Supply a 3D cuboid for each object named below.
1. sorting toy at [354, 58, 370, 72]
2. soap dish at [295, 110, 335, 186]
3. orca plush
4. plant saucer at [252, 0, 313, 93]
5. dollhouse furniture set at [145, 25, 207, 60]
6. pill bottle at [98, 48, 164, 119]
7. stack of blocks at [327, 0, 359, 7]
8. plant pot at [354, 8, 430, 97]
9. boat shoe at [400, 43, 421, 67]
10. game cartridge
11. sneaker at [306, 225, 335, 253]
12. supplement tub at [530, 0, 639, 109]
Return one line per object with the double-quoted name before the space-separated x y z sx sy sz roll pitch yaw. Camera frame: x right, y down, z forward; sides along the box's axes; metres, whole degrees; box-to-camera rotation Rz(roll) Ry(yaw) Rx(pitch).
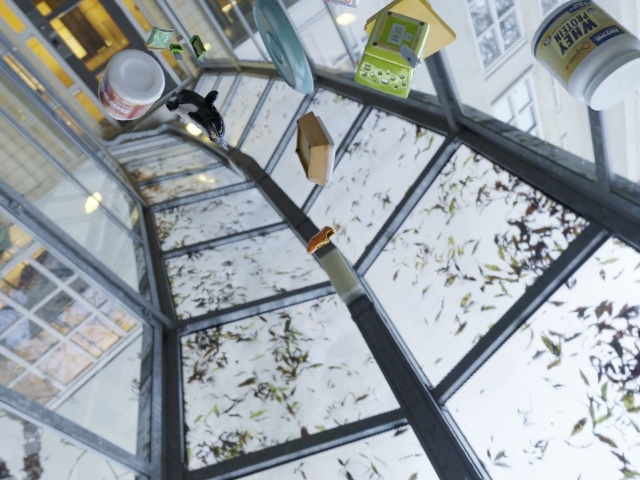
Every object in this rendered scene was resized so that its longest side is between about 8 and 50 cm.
"sorting toy" 0.186 -0.753 1.955 0.084 0.044 0.075 -4 173 -21
"soap dish" -0.032 -0.425 2.067 0.118 0.228 0.290 -8 -133 -14
"orca plush" -0.302 -0.343 1.139 0.102 0.151 0.287 -58 -145 14
"plant saucer" -0.118 -0.571 1.316 0.044 0.317 0.317 -31 -145 -4
"dollhouse furniture set" -0.396 -0.533 1.229 0.076 0.058 0.152 -29 174 43
"pill bottle" -0.459 -0.359 1.067 0.121 0.121 0.216 -52 -155 -23
"stack of blocks" -0.043 -0.759 1.277 0.297 0.087 0.171 28 -157 26
"plant pot" 0.273 -0.710 1.676 0.227 0.207 0.228 20 -102 4
"boat shoe" 0.298 -0.605 1.465 0.035 0.035 0.100 -16 -115 -29
"game cartridge" 0.395 -0.933 1.990 0.286 0.324 0.052 -14 -121 46
"sneaker" 0.000 0.000 2.175 0.175 0.064 0.067 -48 -130 -7
"supplement tub" 0.865 -0.598 1.441 0.229 0.228 0.316 -28 -121 9
